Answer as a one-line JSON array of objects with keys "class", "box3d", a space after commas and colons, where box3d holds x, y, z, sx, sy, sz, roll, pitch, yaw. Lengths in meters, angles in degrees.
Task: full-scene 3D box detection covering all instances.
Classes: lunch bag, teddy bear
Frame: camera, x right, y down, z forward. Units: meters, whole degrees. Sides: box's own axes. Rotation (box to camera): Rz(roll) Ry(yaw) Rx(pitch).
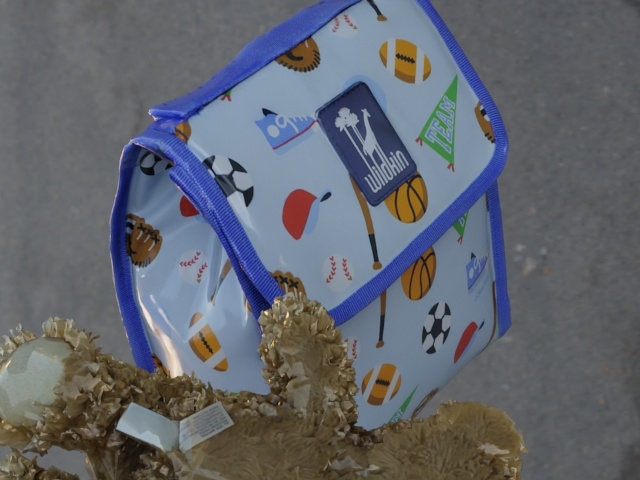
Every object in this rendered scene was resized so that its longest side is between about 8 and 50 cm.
[{"class": "lunch bag", "box3d": [0.000, 0.000, 1.120, 0.239, 0.328, 0.386, 17, 132, 35]}, {"class": "teddy bear", "box3d": [-0.052, 0.152, 0.764, 0.113, 0.338, 0.245, 98, 165, -57]}]
